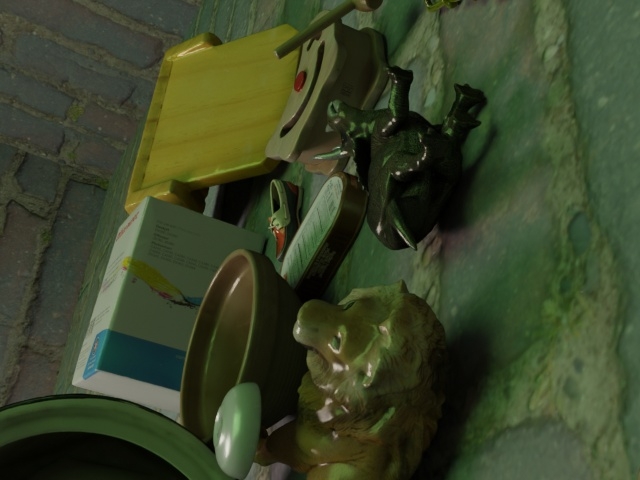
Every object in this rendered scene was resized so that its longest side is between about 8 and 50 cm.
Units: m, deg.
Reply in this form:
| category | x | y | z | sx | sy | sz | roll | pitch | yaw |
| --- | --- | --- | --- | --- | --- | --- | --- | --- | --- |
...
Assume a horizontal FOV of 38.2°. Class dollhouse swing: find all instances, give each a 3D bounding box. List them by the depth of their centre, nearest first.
| category | x | y | z | sx | sy | sz | roll | pitch | yaw |
| --- | --- | --- | --- | --- | --- | --- | --- | --- | --- |
| dollhouse swing | -0.141 | -0.165 | 1.637 | 0.315 | 0.305 | 0.346 | 64 | -152 | -55 |

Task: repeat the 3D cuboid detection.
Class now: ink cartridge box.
| category | x | y | z | sx | sy | sz | roll | pitch | yaw |
| --- | --- | --- | --- | --- | --- | --- | --- | --- | --- |
| ink cartridge box | -0.231 | 0.105 | 1.409 | 0.198 | 0.197 | 0.270 | -30 | 44 | 62 |

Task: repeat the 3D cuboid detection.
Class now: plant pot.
| category | x | y | z | sx | sy | sz | roll | pitch | yaw |
| --- | --- | --- | --- | --- | --- | --- | --- | --- | --- |
| plant pot | -0.075 | 0.135 | 1.088 | 0.237 | 0.110 | 0.237 | -49 | 33 | 47 |

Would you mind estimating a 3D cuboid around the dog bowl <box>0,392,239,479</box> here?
| category | x | y | z | sx | sy | sz | roll | pitch | yaw |
| --- | --- | --- | --- | --- | --- | --- | --- | --- | --- |
| dog bowl | -0.251 | 0.364 | 0.966 | 0.150 | 0.408 | 0.407 | 109 | 178 | -81 |

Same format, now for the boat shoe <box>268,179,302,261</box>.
| category | x | y | z | sx | sy | sz | roll | pitch | yaw |
| --- | --- | --- | --- | --- | --- | --- | --- | --- | --- |
| boat shoe | -0.053 | -0.028 | 1.295 | 0.049 | 0.043 | 0.137 | -45 | 33 | 47 |

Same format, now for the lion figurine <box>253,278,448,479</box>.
| category | x | y | z | sx | sy | sz | roll | pitch | yaw |
| --- | --- | --- | --- | --- | --- | --- | --- | --- | --- |
| lion figurine | 0.018 | 0.239 | 0.759 | 0.240 | 0.142 | 0.391 | -25 | 62 | 53 |

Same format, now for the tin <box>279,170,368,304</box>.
| category | x | y | z | sx | sy | sz | roll | pitch | yaw |
| --- | --- | --- | --- | --- | --- | --- | --- | --- | --- |
| tin | 0.000 | 0.000 | 1.139 | 0.189 | 0.040 | 0.106 | -61 | 17 | 26 |

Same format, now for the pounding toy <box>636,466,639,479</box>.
| category | x | y | z | sx | sy | sz | roll | pitch | yaw |
| --- | --- | --- | --- | --- | --- | --- | --- | --- | --- |
| pounding toy | 0.157 | 0.207 | 0.405 | 0.183 | 0.110 | 0.236 | 3 | 74 | 70 |

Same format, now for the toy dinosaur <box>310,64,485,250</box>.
| category | x | y | z | sx | sy | sz | roll | pitch | yaw |
| --- | --- | --- | --- | --- | --- | --- | --- | --- | --- |
| toy dinosaur | 0.088 | -0.063 | 0.893 | 0.313 | 0.121 | 0.160 | -104 | 26 | -50 |

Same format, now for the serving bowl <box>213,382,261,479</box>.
| category | x | y | z | sx | sy | sz | roll | pitch | yaw |
| --- | --- | --- | --- | --- | --- | --- | --- | --- | --- |
| serving bowl | -0.075 | 0.162 | 0.796 | 0.083 | 0.027 | 0.083 | -170 | 90 | -75 |

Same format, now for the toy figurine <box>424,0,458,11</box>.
| category | x | y | z | sx | sy | sz | roll | pitch | yaw |
| --- | --- | --- | --- | --- | --- | --- | --- | --- | --- |
| toy figurine | 0.195 | -0.380 | 0.908 | 0.217 | 0.191 | 0.362 | -41 | 10 | -7 |

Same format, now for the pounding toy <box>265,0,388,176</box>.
| category | x | y | z | sx | sy | sz | roll | pitch | yaw |
| --- | --- | --- | --- | --- | --- | --- | --- | --- | --- |
| pounding toy | -0.012 | -0.223 | 1.201 | 0.269 | 0.155 | 0.154 | -63 | 25 | 19 |
